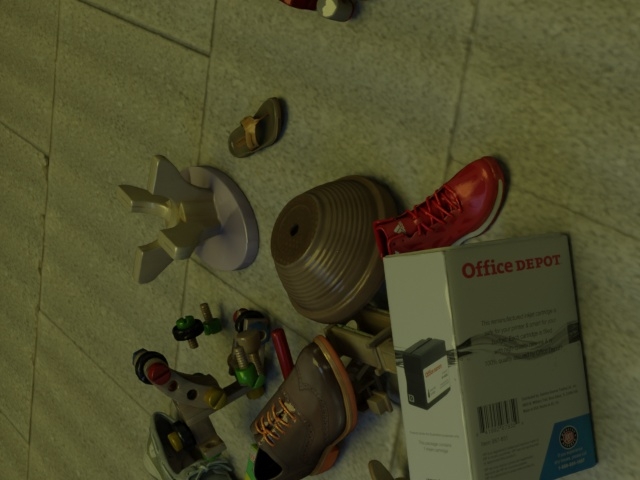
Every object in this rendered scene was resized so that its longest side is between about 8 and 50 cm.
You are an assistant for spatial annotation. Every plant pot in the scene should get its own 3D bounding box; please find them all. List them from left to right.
[{"bbox_3d":[0.000,0.000,1.736,0.237,0.110,0.237,-31,48,41],"label":"plant pot"}]

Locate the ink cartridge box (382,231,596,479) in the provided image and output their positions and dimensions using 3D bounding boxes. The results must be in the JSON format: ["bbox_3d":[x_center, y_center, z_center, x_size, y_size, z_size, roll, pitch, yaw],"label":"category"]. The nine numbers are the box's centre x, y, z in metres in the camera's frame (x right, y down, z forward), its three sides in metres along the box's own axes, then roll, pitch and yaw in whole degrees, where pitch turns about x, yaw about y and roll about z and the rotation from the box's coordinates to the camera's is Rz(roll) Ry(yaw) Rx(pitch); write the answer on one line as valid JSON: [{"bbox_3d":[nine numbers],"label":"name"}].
[{"bbox_3d":[0.216,0.154,1.444,0.129,0.223,0.307,-8,89,54],"label":"ink cartridge box"}]

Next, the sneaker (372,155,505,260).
[{"bbox_3d":[0.157,-0.029,1.574,0.087,0.128,0.221,59,137,29],"label":"sneaker"}]

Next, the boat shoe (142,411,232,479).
[{"bbox_3d":[-0.257,0.441,2.211,0.320,0.118,0.103,30,123,55],"label":"boat shoe"}]

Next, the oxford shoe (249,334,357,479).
[{"bbox_3d":[-0.034,0.287,1.801,0.130,0.133,0.363,54,150,32],"label":"oxford shoe"}]

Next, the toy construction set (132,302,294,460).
[{"bbox_3d":[-0.157,0.268,2.004,0.309,0.257,0.237,-2,111,43],"label":"toy construction set"}]

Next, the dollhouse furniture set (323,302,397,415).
[{"bbox_3d":[0.119,0.193,1.720,0.182,0.101,0.161,14,131,51],"label":"dollhouse furniture set"}]

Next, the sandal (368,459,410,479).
[{"bbox_3d":[0.163,0.424,1.702,0.079,0.088,0.240,-31,75,17],"label":"sandal"}]

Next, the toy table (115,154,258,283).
[{"bbox_3d":[-0.253,-0.040,2.095,0.274,0.161,0.252,25,115,50],"label":"toy table"}]

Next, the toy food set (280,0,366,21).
[{"bbox_3d":[-0.002,-0.414,1.784,0.232,0.104,0.111,32,107,26],"label":"toy food set"}]

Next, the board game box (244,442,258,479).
[{"bbox_3d":[-0.100,0.467,2.062,0.092,0.043,0.181,35,122,45],"label":"board game box"}]

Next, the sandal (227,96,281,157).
[{"bbox_3d":[-0.122,-0.192,1.987,0.180,0.049,0.072,-29,72,51],"label":"sandal"}]
